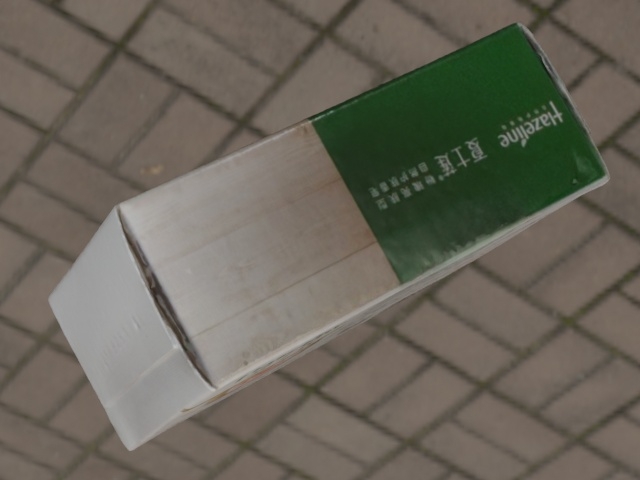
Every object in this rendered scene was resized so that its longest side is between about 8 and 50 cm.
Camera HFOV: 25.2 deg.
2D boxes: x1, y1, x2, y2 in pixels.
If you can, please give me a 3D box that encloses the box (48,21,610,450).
[{"bbox_3d":[0.000,0.000,0.585,0.081,0.199,0.135,59,153,4],"label":"box"}]
